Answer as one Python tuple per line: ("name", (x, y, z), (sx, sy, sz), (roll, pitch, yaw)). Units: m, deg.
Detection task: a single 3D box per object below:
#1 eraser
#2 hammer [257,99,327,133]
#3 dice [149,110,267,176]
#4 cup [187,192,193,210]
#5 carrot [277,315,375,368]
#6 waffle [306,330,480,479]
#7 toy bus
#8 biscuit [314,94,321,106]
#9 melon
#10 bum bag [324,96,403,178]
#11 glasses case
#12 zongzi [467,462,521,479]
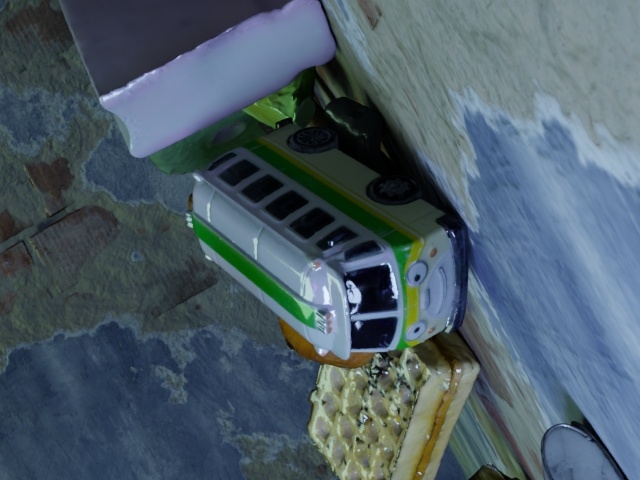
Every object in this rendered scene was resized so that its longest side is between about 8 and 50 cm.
("eraser", (-0.177, -0.300, 1.167), (0.359, 0.272, 0.122), (59, 177, 39))
("hammer", (-0.022, -0.187, 1.396), (0.409, 0.095, 0.242), (55, 170, 43))
("dice", (-0.249, -0.341, 1.850), (0.330, 0.322, 0.318), (60, 178, 14))
("cup", (-0.086, -0.074, 1.635), (0.182, 0.263, 0.226), (61, 164, 21))
("carrot", (0.022, 0.056, 1.380), (0.307, 0.100, 0.259), (135, 132, -63))
("waffle", (0.104, 0.256, 1.507), (0.261, 0.114, 0.376), (55, 141, 42))
("toy bus", (0.000, 0.000, 1.018), (0.305, 0.179, 0.143), (36, 140, 42))
("biscuit", (0.015, -0.167, 1.695), (0.183, 0.043, 0.280), (55, 177, 45))
("melon", (-0.090, -0.243, 1.277), (0.323, 0.124, 0.196), (45, 125, 34))
("bum bag", (0.081, -0.028, 1.148), (0.326, 0.079, 0.142), (63, 172, -23))
("glasses case", (0.265, 0.279, 0.943), (0.114, 0.060, 0.299), (63, 179, 33))
("zongzi", (0.353, 0.491, 1.510), (0.241, 0.111, 0.248), (38, -171, -44))
